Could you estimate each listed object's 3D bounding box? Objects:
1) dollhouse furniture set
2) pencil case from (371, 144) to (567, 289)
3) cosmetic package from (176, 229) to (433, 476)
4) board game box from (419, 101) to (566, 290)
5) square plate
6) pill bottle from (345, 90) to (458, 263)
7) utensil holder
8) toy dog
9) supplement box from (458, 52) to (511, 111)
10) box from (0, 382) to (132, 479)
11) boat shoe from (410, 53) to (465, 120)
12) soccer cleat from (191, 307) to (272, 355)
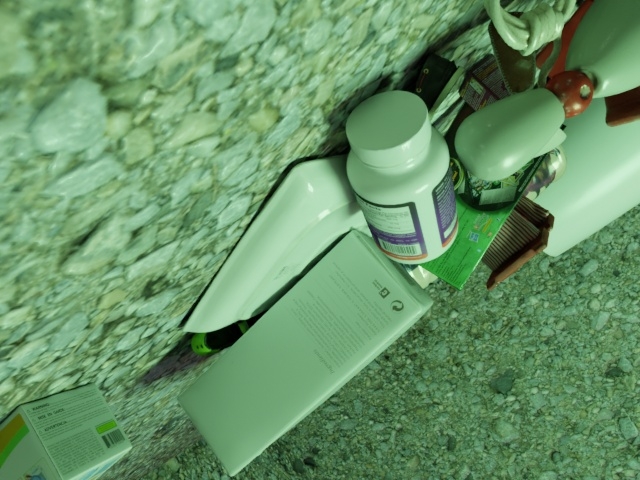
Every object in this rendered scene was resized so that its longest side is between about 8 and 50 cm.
[{"bbox_3d":[0.322,-0.131,0.709,0.374,0.201,0.152,-53,169,35],"label":"dollhouse furniture set"},{"bbox_3d":[0.283,-0.074,0.950,0.410,0.160,0.183,-39,140,1],"label":"pencil case"},{"bbox_3d":[-0.014,0.174,0.777,0.385,0.156,0.217,-42,165,9],"label":"cosmetic package"},{"bbox_3d":[0.209,-0.073,0.676,0.259,0.136,0.030,-61,165,13],"label":"board game box"},{"bbox_3d":[0.000,0.000,0.707,0.344,0.049,0.347,-22,158,-50],"label":"square plate"},{"bbox_3d":[0.091,-0.064,0.528,0.108,0.108,0.193,-37,143,-6],"label":"pill bottle"},{"bbox_3d":[0.656,-0.189,1.204,0.385,0.327,0.328,-44,165,27],"label":"utensil holder"},{"bbox_3d":[0.270,-0.198,0.520,0.334,0.220,0.161,-15,-159,-14],"label":"toy dog"},{"bbox_3d":[0.227,-0.187,0.615,0.043,0.083,0.055,-38,166,-7],"label":"supplement box"},{"bbox_3d":[-0.361,0.290,0.594,0.203,0.103,0.114,-42,166,13],"label":"box"},{"bbox_3d":[0.112,-0.151,0.537,0.049,0.042,0.133,-54,175,-29],"label":"boat shoe"},{"bbox_3d":[-0.124,0.138,0.783,0.179,0.060,0.072,-26,-177,-34],"label":"soccer cleat"}]
